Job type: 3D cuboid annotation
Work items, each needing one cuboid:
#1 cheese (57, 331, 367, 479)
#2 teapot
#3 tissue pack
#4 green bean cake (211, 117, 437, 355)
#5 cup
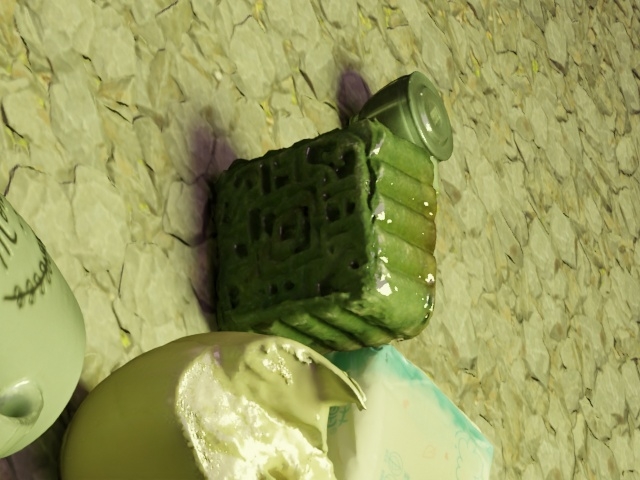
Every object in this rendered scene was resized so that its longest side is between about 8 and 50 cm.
[{"bbox_3d":[-0.062,0.194,1.276,0.127,0.233,0.266,-33,103,-48],"label":"cheese"},{"bbox_3d":[0.072,-0.098,1.769,0.092,0.091,0.124,53,30,-30],"label":"teapot"},{"bbox_3d":[0.041,0.243,1.513,0.201,0.124,0.271,43,45,-34],"label":"tissue pack"},{"bbox_3d":[0.000,0.000,1.510,0.094,0.181,0.173,29,55,-49],"label":"green bean cake"},{"bbox_3d":[-0.233,0.051,1.049,0.258,0.186,0.234,45,0,40],"label":"cup"}]
